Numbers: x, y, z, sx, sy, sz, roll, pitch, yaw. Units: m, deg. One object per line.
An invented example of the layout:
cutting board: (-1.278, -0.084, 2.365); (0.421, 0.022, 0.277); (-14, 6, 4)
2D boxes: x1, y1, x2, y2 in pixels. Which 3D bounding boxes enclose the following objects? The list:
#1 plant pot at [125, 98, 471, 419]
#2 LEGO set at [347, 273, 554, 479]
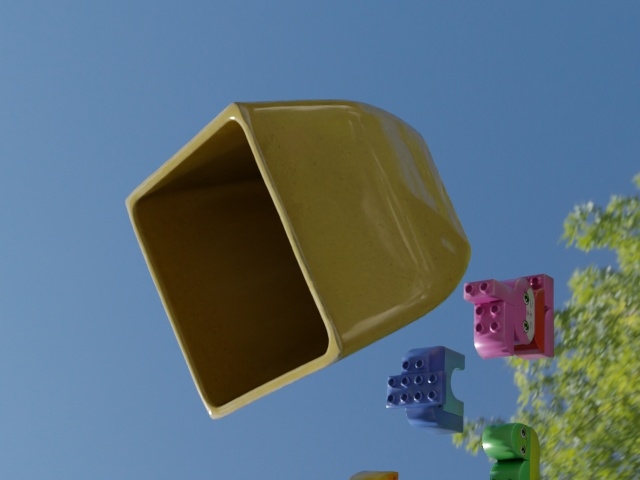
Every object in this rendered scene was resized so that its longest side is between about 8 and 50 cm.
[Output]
plant pot: (0.000, 0.000, 0.405); (0.083, 0.081, 0.082); (-17, -99, -39)
LEGO set: (0.065, 0.122, 0.662); (0.087, 0.093, 0.227); (-11, -113, 37)
